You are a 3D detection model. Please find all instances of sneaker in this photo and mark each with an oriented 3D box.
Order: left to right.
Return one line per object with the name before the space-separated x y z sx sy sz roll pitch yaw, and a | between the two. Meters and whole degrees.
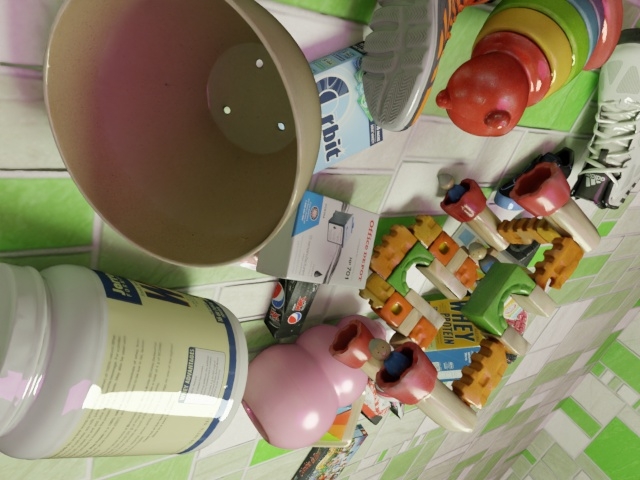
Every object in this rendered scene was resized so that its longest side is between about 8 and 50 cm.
sneaker | -0.129 0.007 0.793 0.134 0.051 0.070 16 101 -37
sneaker | 0.125 0.359 1.281 0.145 0.090 0.270 -48 132 -16
sneaker | 0.235 0.470 1.474 0.077 0.072 0.178 -41 147 -17
sneaker | 0.168 -0.300 0.653 0.180 0.125 0.320 -5 115 -37
sneaker | 0.473 0.075 1.281 0.286 0.109 0.130 -46 148 11
sneaker | 0.567 0.247 1.512 0.112 0.121 0.299 -52 148 -35
sneaker | 0.481 -0.143 1.111 0.232 0.081 0.090 -25 135 -28
sneaker | 0.648 -0.212 1.056 0.257 0.169 0.447 -59 142 -8

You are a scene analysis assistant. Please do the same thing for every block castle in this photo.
block castle | 0.225 0.072 0.873 0.213 0.303 0.453 42 78 -14

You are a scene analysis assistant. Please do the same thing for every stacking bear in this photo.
stacking bear | 0.285 -0.257 0.704 0.289 0.175 0.164 -47 156 -20

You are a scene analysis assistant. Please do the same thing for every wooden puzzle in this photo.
wooden puzzle | -0.016 0.425 1.187 0.221 0.044 0.238 4 126 -6

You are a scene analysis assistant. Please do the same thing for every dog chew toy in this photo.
dog chew toy | 0.002 0.271 1.023 0.332 0.207 0.206 -30 139 -24

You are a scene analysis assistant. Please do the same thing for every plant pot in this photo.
plant pot | -0.112 -0.138 0.539 0.191 0.284 0.284 -47 159 -56

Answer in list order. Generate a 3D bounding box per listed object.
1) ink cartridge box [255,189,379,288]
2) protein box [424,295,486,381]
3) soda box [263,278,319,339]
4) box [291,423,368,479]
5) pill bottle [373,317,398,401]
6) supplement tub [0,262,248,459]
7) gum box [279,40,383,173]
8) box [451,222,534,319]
ink cartridge box | 0.000 0.000 0.817 0.191 0.082 0.139 13 88 -45
protein box | 0.343 0.252 1.242 0.201 0.135 0.199 -9 141 13
soda box | -0.052 0.107 0.934 0.060 0.053 0.168 -2 126 -36
box | 0.025 0.660 1.497 0.159 0.044 0.233 6 121 -41
pill bottle | 0.170 0.278 1.180 0.108 0.108 0.180 -18 106 -25
supplement tub | -0.286 0.165 0.666 0.325 0.235 0.235 25 108 -47
gum box | 0.004 -0.183 0.728 0.185 0.041 0.156 -28 138 -17
box | 0.380 0.069 1.119 0.103 0.203 0.114 18 113 -45
